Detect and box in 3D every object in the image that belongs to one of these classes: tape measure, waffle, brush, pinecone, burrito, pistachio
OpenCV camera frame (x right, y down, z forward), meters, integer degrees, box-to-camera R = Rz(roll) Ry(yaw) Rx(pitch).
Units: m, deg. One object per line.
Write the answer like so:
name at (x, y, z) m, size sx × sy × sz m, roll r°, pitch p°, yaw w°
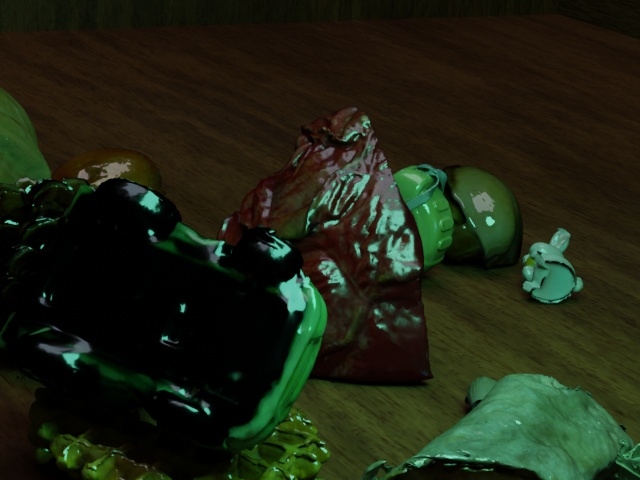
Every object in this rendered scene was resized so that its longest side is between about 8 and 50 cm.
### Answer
tape measure at (0.107, -0.024, 2.342) m, size 0.177 × 0.154 × 0.087 m, roll -21°, pitch -3°, yaw 36°
waffle at (-0.134, 0.210, 1.697) m, size 0.293 × 0.069 × 0.260 m, roll -1°, pitch 20°, yaw -25°
brush at (0.160, 0.212, 1.803) m, size 0.042 × 0.039 × 0.299 m, roll 32°, pitch 22°, yaw 0°
pinecone at (-0.305, 0.041, 1.967) m, size 0.221 × 0.221 × 0.221 m, roll 3°, pitch 17°, yaw -1°
burrito at (0.193, 0.215, 1.664) m, size 0.175 × 0.107 × 0.347 m, roll 21°, pitch 20°, yaw 26°
pistachio at (0.224, -0.036, 2.452) m, size 0.130 × 0.165 × 0.210 m, roll -31°, pitch 21°, yaw 21°

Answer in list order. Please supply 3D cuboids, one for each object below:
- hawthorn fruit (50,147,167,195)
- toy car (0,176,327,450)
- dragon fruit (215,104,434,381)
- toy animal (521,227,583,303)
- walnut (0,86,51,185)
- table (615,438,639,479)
hawthorn fruit at (-0.343, -0.027, 2.323) m, size 0.285 × 0.165 × 0.165 m, roll -24°, pitch 28°, yaw -25°
toy car at (-0.163, 0.076, 1.687) m, size 0.358 × 0.213 × 0.176 m, roll 19°, pitch -15°, yaw 24°
dragon fruit at (0.000, 0.000, 2.076) m, size 0.302 × 0.330 × 0.240 m, roll 4°, pitch -4°, yaw 6°
toy animal at (0.310, 0.035, 2.331) m, size 0.085 × 0.071 × 0.124 m, roll 1°, pitch 18°, yaw -7°
walnut at (-0.510, -0.082, 2.180) m, size 0.332 × 0.333 × 0.333 m, roll 3°, pitch 17°, yaw -1°
table at (0.328, 0.240, 1.660) m, size 0.062 × 0.083 × 0.079 m, roll -7°, pitch 21°, yaw -32°
